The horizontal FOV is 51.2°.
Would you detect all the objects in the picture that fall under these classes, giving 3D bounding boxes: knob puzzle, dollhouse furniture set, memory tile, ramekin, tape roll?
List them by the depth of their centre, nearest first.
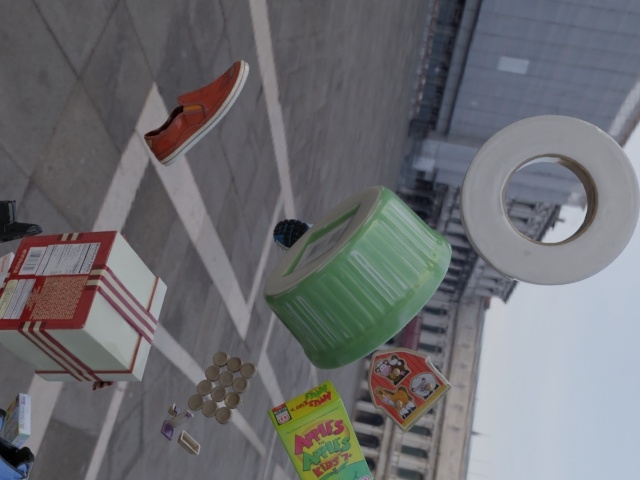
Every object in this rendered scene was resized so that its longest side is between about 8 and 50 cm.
[{"bbox_3d":[0.049,0.049,1.095,0.303,0.148,0.303,-40,-166,12],"label":"ramekin"},{"bbox_3d":[-0.214,0.321,1.464,0.148,0.113,0.012,-61,154,-27],"label":"memory tile"},{"bbox_3d":[0.512,-0.087,1.515,0.072,0.392,0.391,22,79,-82],"label":"tape roll"},{"bbox_3d":[-0.313,0.453,1.630,0.114,0.081,0.091,50,17,-20],"label":"dollhouse furniture set"},{"bbox_3d":[0.200,0.354,1.667,0.030,0.213,0.213,-2,104,-74],"label":"knob puzzle"}]

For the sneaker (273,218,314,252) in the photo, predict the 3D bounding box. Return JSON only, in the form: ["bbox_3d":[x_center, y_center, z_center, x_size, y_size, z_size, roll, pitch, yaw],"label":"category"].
[{"bbox_3d":[0.000,0.000,1.328,0.083,0.191,0.071,-4,103,-72],"label":"sneaker"}]

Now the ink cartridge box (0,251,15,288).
[{"bbox_3d":[-0.957,0.137,1.919,0.086,0.203,0.148,64,-8,-29],"label":"ink cartridge box"}]

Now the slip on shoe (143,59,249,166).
[{"bbox_3d":[-0.305,-0.328,1.655,0.331,0.101,0.123,-43,-154,6],"label":"slip on shoe"}]

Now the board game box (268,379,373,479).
[{"bbox_3d":[0.004,0.285,0.911,0.043,0.092,0.181,52,-15,56],"label":"board game box"}]

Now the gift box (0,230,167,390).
[{"bbox_3d":[-0.488,0.137,1.355,0.258,0.276,0.255,66,31,-51],"label":"gift box"}]

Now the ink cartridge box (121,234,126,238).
[{"bbox_3d":[-0.602,0.059,1.705,0.189,0.232,0.066,147,-73,-76],"label":"ink cartridge box"}]

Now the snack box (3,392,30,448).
[{"bbox_3d":[-0.864,0.521,1.901,0.100,0.037,0.141,-49,-139,23],"label":"snack box"}]

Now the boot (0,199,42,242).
[{"bbox_3d":[-0.764,-0.053,1.666,0.045,0.121,0.099,114,-38,-76],"label":"boot"}]

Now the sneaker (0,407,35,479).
[{"bbox_3d":[-0.583,0.453,1.202,0.130,0.147,0.329,24,-58,59],"label":"sneaker"}]
